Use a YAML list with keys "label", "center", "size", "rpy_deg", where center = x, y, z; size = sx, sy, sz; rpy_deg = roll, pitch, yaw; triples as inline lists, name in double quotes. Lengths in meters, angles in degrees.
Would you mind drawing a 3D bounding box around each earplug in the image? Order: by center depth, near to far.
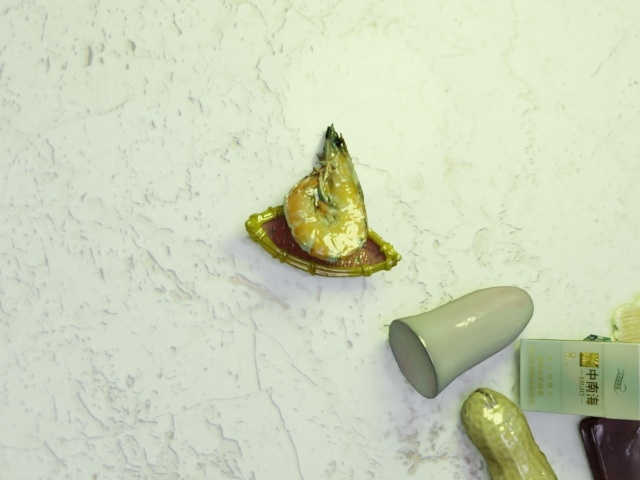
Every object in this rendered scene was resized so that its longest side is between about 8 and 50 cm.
- label: "earplug"
  center: [0.310, 0.179, 1.659]
  size: [0.301, 0.172, 0.172]
  rpy_deg: [-24, 91, -19]

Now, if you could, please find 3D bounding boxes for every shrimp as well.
- label: "shrimp"
  center: [0.005, -0.097, 1.604]
  size: [0.164, 0.062, 0.317]
  rpy_deg: [3, 60, -15]

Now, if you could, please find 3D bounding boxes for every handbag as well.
- label: "handbag"
  center: [0.681, 0.452, 1.765]
  size: [0.216, 0.074, 0.203]
  rpy_deg: [-18, 90, -16]

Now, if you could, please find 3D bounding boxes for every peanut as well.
- label: "peanut"
  center: [0.390, 0.437, 1.671]
  size: [0.130, 0.130, 0.290]
  rpy_deg: [-25, 85, -14]

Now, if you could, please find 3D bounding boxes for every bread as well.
- label: "bread"
  center: [0.760, 0.204, 1.819]
  size: [0.250, 0.039, 0.182]
  rpy_deg: [10, 83, -12]

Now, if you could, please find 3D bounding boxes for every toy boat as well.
- label: "toy boat"
  center: [0.000, 0.001, 1.626]
  size: [0.317, 0.099, 0.141]
  rpy_deg: [13, 80, -9]

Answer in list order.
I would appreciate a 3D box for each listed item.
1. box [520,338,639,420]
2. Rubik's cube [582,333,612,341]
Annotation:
- label: "box"
  center: [0.537, 0.281, 1.672]
  size: [0.242, 0.067, 0.155]
  rpy_deg: [-3, 86, 30]
- label: "Rubik's cube"
  center: [0.591, 0.256, 1.747]
  size: [0.111, 0.111, 0.093]
  rpy_deg: [-4, 111, -14]
